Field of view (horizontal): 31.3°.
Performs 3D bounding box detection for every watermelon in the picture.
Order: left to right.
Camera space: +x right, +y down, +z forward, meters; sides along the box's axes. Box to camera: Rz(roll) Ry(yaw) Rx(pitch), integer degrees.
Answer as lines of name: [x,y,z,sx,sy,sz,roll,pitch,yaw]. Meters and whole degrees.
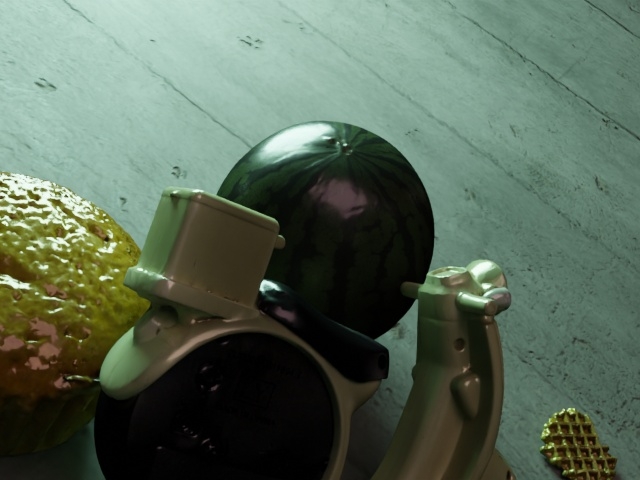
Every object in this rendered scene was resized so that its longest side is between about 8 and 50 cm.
watermelon: [0.000,0.000,1.030,0.212,0.212,0.212,15,44,-15]

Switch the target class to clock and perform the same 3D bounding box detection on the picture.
clock: [0.020,0.123,0.870,0.379,0.276,0.120,18,-3,-31]

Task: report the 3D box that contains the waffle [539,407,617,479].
waffle: [0.253,0.205,1.114,0.078,0.016,0.085,-27,65,-38]

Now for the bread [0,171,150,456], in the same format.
bread: [-0.243,0.050,0.900,0.240,0.139,0.240,15,44,-15]
